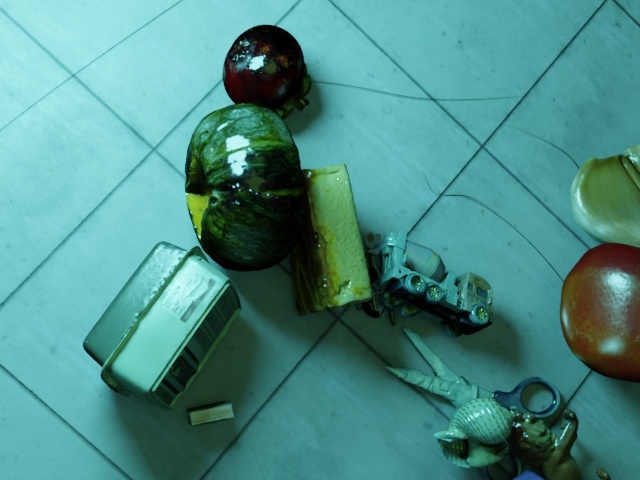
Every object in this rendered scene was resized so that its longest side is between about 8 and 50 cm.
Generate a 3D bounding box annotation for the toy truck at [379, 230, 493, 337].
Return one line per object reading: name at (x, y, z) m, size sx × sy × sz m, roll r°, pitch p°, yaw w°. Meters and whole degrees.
toy truck at (0.229, 0.087, 1.874) m, size 0.256 × 0.108 × 0.140 m, roll 24°, pitch 57°, yaw -19°

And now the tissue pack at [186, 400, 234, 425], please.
tissue pack at (-0.211, 0.330, 1.769) m, size 0.083 × 0.063 × 0.035 m, roll -11°, pitch 89°, yaw -14°

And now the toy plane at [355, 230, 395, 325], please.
toy plane at (0.109, 0.079, 1.895) m, size 0.078 × 0.053 × 0.197 m, roll -4°, pitch 84°, yaw -23°

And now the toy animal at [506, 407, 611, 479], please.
toy animal at (0.485, 0.462, 1.901) m, size 0.157 × 0.097 × 0.312 m, roll -30°, pitch 98°, yaw -9°

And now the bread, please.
bread at (0.000, 0.000, 1.807) m, size 0.114 × 0.185 × 0.275 m, roll -7°, pitch 83°, yaw -24°

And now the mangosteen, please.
mangosteen at (-0.098, -0.328, 1.847) m, size 0.199 × 0.200 × 0.200 m, roll 2°, pitch 82°, yaw -14°

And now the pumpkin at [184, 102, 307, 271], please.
pumpkin at (-0.143, -0.095, 1.726) m, size 0.192 × 0.320 × 0.321 m, roll -8°, pitch 84°, yaw -19°

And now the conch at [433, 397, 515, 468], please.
conch at (0.315, 0.380, 1.844) m, size 0.135 × 0.153 × 0.102 m, roll 65°, pitch 30°, yaw -8°

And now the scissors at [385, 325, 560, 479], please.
scissors at (0.304, 0.318, 1.917) m, size 0.383 × 0.029 × 0.256 m, roll 36°, pitch 75°, yaw -7°

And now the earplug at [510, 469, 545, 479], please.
earplug at (0.269, 0.638, 1.779) m, size 0.455 × 0.215 × 0.215 m, roll -25°, pitch 89°, yaw -13°

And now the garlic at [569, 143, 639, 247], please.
garlic at (0.655, -0.082, 2.027) m, size 0.217 × 0.110 × 0.228 m, roll -13°, pitch 73°, yaw -4°

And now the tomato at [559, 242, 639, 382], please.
tomato at (0.658, 0.152, 1.897) m, size 0.325 × 0.290 × 0.293 m, roll 18°, pitch 79°, yaw -17°

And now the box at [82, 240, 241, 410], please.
box at (-0.285, 0.157, 1.696) m, size 0.166 × 0.220 × 0.290 m, roll 31°, pitch 74°, yaw 14°
